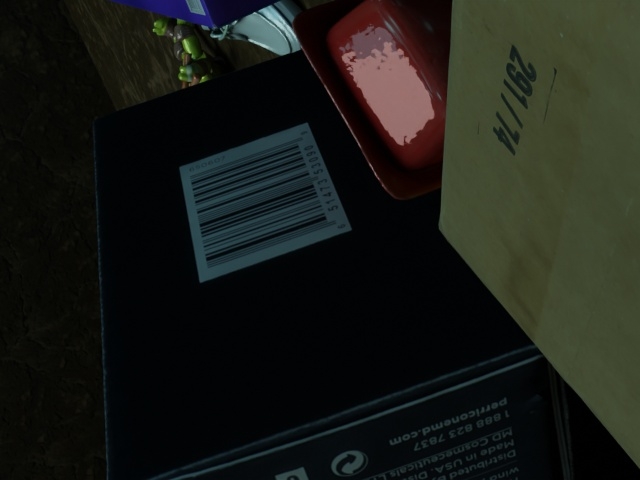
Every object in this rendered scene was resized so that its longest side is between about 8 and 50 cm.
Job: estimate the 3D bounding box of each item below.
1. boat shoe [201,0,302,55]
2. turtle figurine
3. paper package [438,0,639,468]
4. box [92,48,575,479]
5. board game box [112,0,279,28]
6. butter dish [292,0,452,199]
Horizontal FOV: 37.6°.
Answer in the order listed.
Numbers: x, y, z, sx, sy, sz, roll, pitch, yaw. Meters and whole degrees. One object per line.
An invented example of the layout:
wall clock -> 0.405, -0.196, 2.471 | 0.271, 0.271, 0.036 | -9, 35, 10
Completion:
boat shoe -> -0.106, -0.263, 1.087 | 0.226, 0.076, 0.083 | 36, 153, 26
turtle figurine -> -0.188, -0.267, 1.437 | 0.269, 0.087, 0.217 | 89, 159, -77
paper package -> 0.195, -0.041, 0.369 | 0.309, 0.168, 0.325 | 54, 164, 34
box -> 0.014, 0.145, 0.864 | 0.480, 0.297, 0.471 | -110, 1, -53
board game box -> -0.039, -0.245, 0.670 | 0.347, 0.233, 0.078 | 34, 149, 61
butter dish -> 0.090, -0.132, 0.662 | 0.118, 0.160, 0.160 | -38, 79, 52
